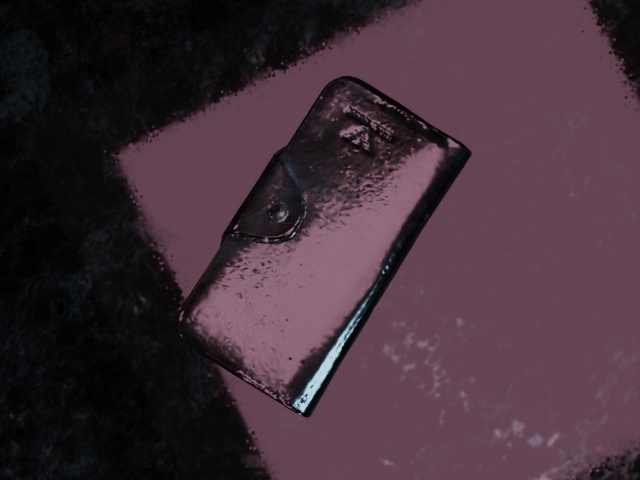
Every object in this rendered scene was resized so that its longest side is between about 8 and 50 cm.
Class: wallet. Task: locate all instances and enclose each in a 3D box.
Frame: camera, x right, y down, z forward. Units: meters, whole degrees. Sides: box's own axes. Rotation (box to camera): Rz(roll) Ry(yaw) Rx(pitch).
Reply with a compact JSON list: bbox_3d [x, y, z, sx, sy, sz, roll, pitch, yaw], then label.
[{"bbox_3d":[0.000,0.000,0.883,0.172,0.045,0.318,33,91,3],"label":"wallet"}]
